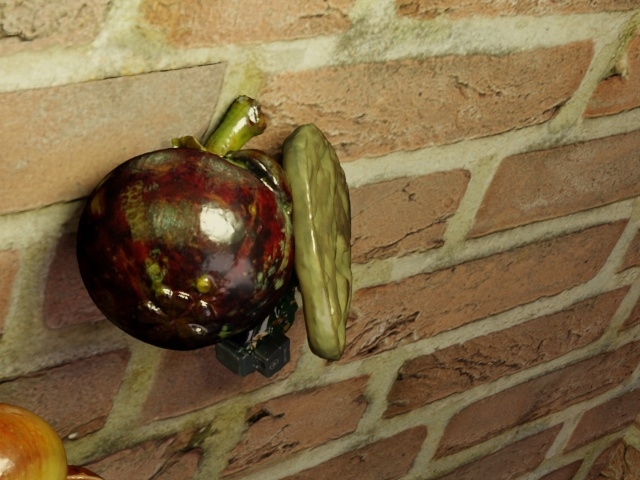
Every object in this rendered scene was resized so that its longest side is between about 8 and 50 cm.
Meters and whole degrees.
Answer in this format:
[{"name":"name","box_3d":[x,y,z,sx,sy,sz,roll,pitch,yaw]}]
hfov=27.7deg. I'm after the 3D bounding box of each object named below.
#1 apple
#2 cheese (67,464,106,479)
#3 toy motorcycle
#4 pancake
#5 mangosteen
[{"name":"apple","box_3d":[-0.396,0.277,1.419,0.235,0.173,0.210,-36,152,-35]},{"name":"cheese","box_3d":[-0.375,0.373,1.596,0.329,0.129,0.217,-17,136,-11]},{"name":"toy motorcycle","box_3d":[-0.091,0.070,1.586,0.187,0.125,0.275,-39,149,-29]},{"name":"pancake","box_3d":[0.000,0.000,1.509,0.049,0.294,0.294,-7,148,10]},{"name":"mangosteen","box_3d":[-0.129,-0.024,1.378,0.231,0.231,0.289,83,22,-53]}]
